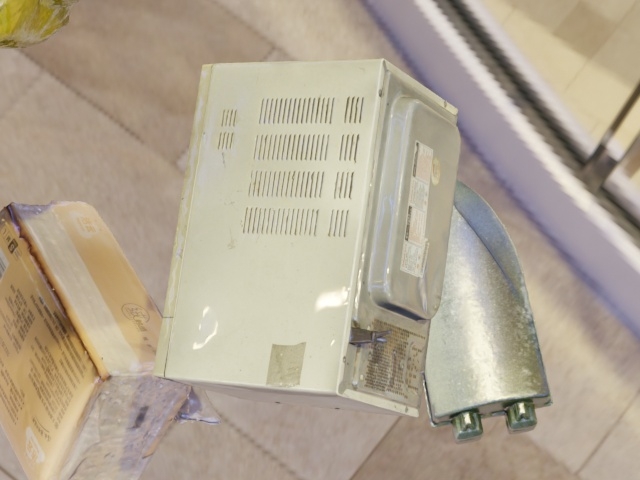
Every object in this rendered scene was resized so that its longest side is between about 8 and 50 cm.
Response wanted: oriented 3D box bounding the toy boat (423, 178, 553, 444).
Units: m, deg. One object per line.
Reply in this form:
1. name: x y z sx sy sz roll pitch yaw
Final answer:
1. toy boat: 0.170 0.069 1.831 0.141 0.092 0.319 -11 73 1

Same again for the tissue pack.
1. tissue pack: -0.268 0.128 1.891 0.238 0.238 0.305 -28 52 -11

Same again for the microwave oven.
1. microwave oven: 0.000 0.000 1.185 0.194 0.145 0.240 3 78 27

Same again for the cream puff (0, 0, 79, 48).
1. cream puff: -0.341 -0.300 1.342 0.378 0.275 0.378 2 94 28
